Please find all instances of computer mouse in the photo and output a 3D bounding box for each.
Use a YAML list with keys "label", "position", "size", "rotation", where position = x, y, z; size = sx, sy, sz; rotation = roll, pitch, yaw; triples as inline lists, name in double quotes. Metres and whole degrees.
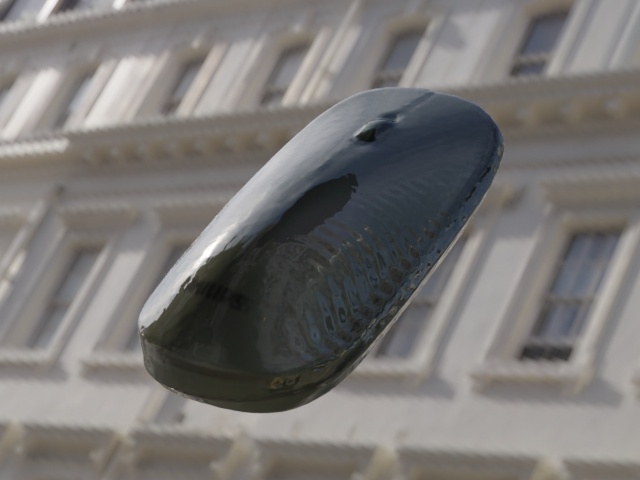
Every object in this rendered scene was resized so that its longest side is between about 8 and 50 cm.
- label: "computer mouse"
  position: [-0.002, -0.005, 1.390]
  size: [0.197, 0.331, 0.095]
  rotation: [14, -37, 37]
